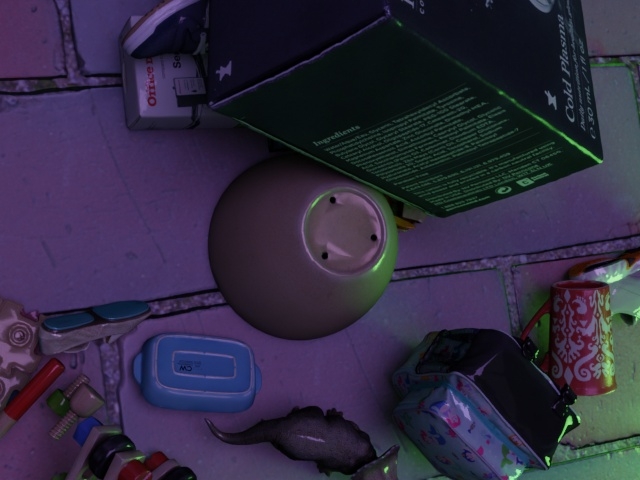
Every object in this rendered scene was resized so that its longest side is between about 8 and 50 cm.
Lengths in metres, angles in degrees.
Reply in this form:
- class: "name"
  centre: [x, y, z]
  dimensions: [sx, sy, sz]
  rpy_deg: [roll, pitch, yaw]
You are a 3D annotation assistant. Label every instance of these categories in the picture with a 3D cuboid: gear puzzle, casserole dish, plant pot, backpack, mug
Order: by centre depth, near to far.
- class: "gear puzzle"
  centre: [-0.531, 0.111, 1.272]
  dimensions: [0.339, 0.044, 0.175]
  rpy_deg: [29, 67, -16]
- class: "casserole dish"
  centre: [-0.168, 0.182, 1.385]
  dimensions: [0.188, 0.037, 0.114]
  rpy_deg: [8, 56, -19]
- class: "plant pot"
  centre: [0.000, 0.000, 1.415]
  dimensions: [0.284, 0.191, 0.284]
  rpy_deg: [3, 82, -21]
- class: "backpack"
  centre: [0.219, 0.242, 1.436]
  dimensions: [0.191, 0.253, 0.225]
  rpy_deg: [-46, 103, -16]
- class: "mug"
  centre: [0.401, 0.155, 1.574]
  dimensions: [0.150, 0.113, 0.169]
  rpy_deg: [-4, 98, -14]

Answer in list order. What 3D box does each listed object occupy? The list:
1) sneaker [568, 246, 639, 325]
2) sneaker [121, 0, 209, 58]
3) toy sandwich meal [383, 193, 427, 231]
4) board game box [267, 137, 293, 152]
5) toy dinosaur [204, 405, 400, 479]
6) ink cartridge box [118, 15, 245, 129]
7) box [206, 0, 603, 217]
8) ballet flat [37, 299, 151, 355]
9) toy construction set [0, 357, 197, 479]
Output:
- class: "sneaker"
  centre: [0.548, 0.077, 1.679]
  dimensions: [0.262, 0.099, 0.121]
  rpy_deg: [-13, 95, -15]
- class: "sneaker"
  centre: [-0.124, -0.282, 1.359]
  dimensions: [0.282, 0.099, 0.153]
  rpy_deg: [-33, 95, -25]
- class: "toy sandwich meal"
  centre: [0.132, -0.052, 1.553]
  dimensions: [0.085, 0.029, 0.086]
  rpy_deg: [6, 79, -32]
- class: "board game box"
  centre: [0.002, -0.206, 1.531]
  dimensions: [0.186, 0.026, 0.126]
  rpy_deg: [-5, 84, -22]
- class: "toy dinosaur"
  centre: [-0.003, 0.280, 1.391]
  dimensions: [0.313, 0.160, 0.121]
  rpy_deg: [30, 73, -16]
- class: "ink cartridge box"
  centre: [-0.179, -0.243, 1.432]
  dimensions: [0.208, 0.087, 0.153]
  rpy_deg: [-5, 84, -22]
- class: "box"
  centre: [0.115, -0.343, 1.309]
  dimensions: [0.471, 0.297, 0.480]
  rpy_deg: [20, 60, -43]
- class: "ballet flat"
  centre: [-0.310, 0.121, 1.347]
  dimensions: [0.168, 0.057, 0.052]
  rpy_deg: [-9, 118, -39]
- class: "toy construction set"
  centre: [-0.308, 0.338, 1.247]
  dimensions: [0.309, 0.257, 0.237]
  rpy_deg: [43, 83, 4]
